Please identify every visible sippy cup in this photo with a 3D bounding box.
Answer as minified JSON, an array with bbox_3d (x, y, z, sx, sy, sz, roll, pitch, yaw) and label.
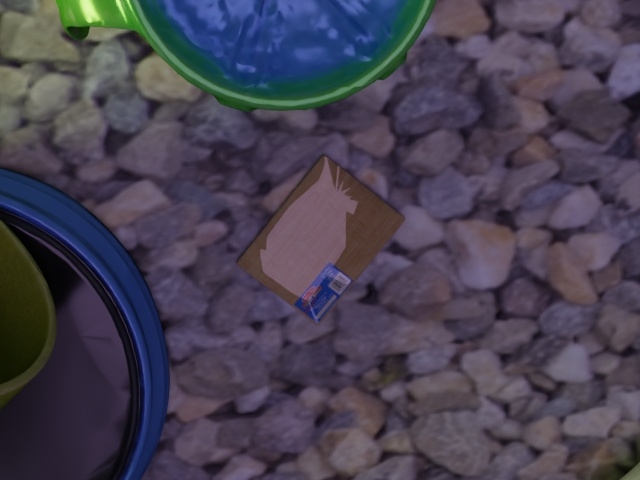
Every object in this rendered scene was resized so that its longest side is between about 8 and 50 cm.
[{"bbox_3d":[-0.035,-0.224,0.921,0.306,0.224,0.240,21,97,-8],"label":"sippy cup"}]

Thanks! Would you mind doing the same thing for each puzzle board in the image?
[{"bbox_3d":[0.000,0.000,1.075,0.096,0.011,0.128,38,96,-11],"label":"puzzle board"}]

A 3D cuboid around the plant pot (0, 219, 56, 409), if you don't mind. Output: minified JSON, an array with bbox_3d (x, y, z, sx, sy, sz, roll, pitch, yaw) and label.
[{"bbox_3d":[-0.390,0.112,0.879,0.275,0.274,0.293,35,112,-10],"label":"plant pot"}]

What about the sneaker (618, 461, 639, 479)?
[{"bbox_3d":[0.419,0.313,1.101,0.366,0.137,0.210,37,98,-7],"label":"sneaker"}]

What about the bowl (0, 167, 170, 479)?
[{"bbox_3d":[-0.330,0.126,1.039,0.391,0.077,0.391,-1,101,-4],"label":"bowl"}]
